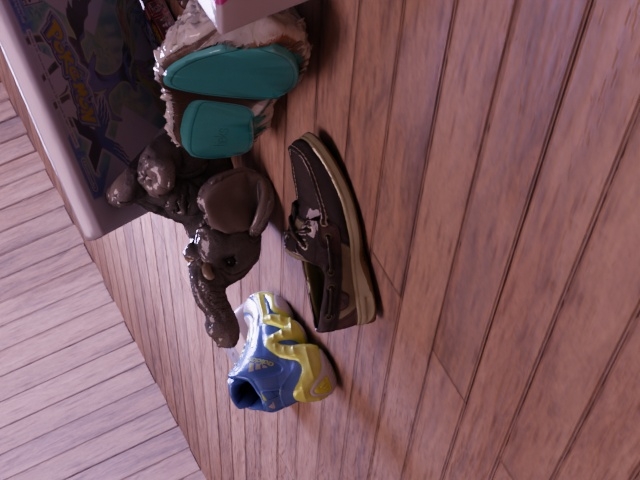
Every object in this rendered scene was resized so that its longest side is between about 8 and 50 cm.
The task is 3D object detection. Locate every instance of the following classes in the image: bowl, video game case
[{"bbox_3d":[-0.100,0.168,2.147,0.142,0.053,0.142,62,165,11],"label":"bowl"},{"bbox_3d":[-0.276,-0.192,1.869,0.329,0.036,0.300,67,-153,-7],"label":"video game case"}]

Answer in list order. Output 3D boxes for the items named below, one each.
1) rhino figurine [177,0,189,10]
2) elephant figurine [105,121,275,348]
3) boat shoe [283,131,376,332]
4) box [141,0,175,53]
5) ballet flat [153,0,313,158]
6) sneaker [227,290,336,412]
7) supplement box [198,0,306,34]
[{"bbox_3d":[-0.175,-0.331,1.596,0.243,0.073,0.106,62,168,8],"label":"rhino figurine"},{"bbox_3d":[-0.128,-0.028,1.777,0.239,0.186,0.169,42,-156,-7],"label":"elephant figurine"},{"bbox_3d":[0.000,0.000,1.497,0.080,0.073,0.224,41,152,57],"label":"boat shoe"},{"bbox_3d":[-0.188,-0.234,1.873,0.137,0.027,0.094,64,167,7],"label":"box"},{"bbox_3d":[-0.099,-0.189,1.458,0.147,0.147,0.409,65,165,5],"label":"ballet flat"},{"bbox_3d":[-0.079,0.146,1.893,0.240,0.126,0.091,39,149,59],"label":"sneaker"},{"bbox_3d":[-0.089,-0.302,1.263,0.220,0.113,0.111,59,163,29],"label":"supplement box"}]
